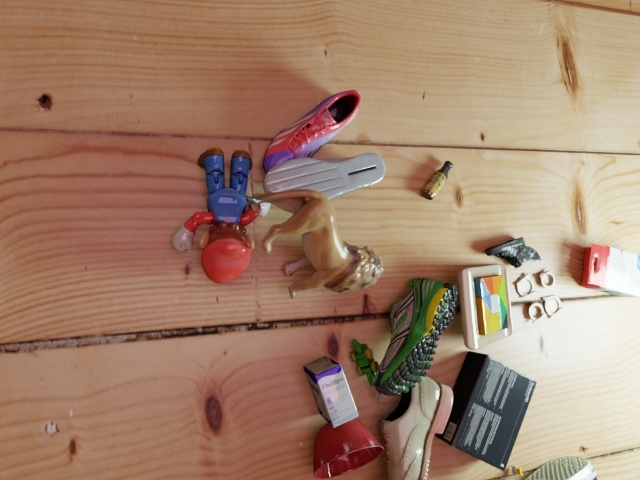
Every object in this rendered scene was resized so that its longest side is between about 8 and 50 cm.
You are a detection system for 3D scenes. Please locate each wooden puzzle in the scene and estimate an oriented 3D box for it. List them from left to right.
[{"bbox_3d":[0.478,0.181,1.358,0.238,0.044,0.221,-2,86,-42],"label":"wooden puzzle"}]

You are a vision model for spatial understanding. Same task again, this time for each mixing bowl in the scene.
[{"bbox_3d":[0.055,0.505,1.190,0.181,0.181,0.098,-9,50,-18],"label":"mixing bowl"}]

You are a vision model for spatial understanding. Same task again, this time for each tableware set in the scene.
[{"bbox_3d":[0.678,0.171,1.475,0.141,0.020,0.169,-19,91,-18],"label":"tableware set"}]

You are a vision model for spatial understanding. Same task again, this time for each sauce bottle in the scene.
[{"bbox_3d":[0.339,-0.176,1.383,0.042,0.042,0.128,37,75,-12],"label":"sauce bottle"}]

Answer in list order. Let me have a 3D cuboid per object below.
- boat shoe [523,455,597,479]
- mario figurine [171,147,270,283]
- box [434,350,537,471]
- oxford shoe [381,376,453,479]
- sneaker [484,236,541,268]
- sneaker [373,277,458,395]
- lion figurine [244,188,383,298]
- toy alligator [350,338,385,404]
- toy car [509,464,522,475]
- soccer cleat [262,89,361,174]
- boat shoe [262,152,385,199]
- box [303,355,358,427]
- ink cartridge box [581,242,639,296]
[{"bbox_3d":[0.577,0.765,1.314,0.500,0.187,0.156,-15,85,-23],"label":"boat shoe"},{"bbox_3d":[-0.240,-0.052,1.170,0.198,0.170,0.320,-5,74,18],"label":"mario figurine"},{"bbox_3d":[0.462,0.470,1.340,0.184,0.103,0.261,29,77,-10],"label":"box"},{"bbox_3d":[0.204,0.537,1.245,0.146,0.140,0.397,29,68,-7],"label":"oxford shoe"},{"bbox_3d":[0.576,0.045,1.436,0.170,0.051,0.089,-17,86,-21],"label":"sneaker"},{"bbox_3d":[0.234,0.251,1.271,0.343,0.146,0.134,-55,137,-22],"label":"sneaker"},{"bbox_3d":[0.000,0.000,1.147,0.240,0.142,0.392,-20,135,7],"label":"lion figurine"},{"bbox_3d":[0.133,0.340,1.274,0.051,0.056,0.190,-31,97,-58],"label":"toy alligator"},{"bbox_3d":[0.534,0.628,1.382,0.060,0.040,0.122,-17,89,-39],"label":"toy car"},{"bbox_3d":[-0.021,-0.280,1.236,0.318,0.116,0.108,-43,99,-16],"label":"soccer cleat"},{"bbox_3d":[0.006,-0.147,1.232,0.335,0.119,0.121,-10,86,-24],"label":"boat shoe"},{"bbox_3d":[0.023,0.373,1.195,0.072,0.126,0.137,-19,91,-16],"label":"box"},{"bbox_3d":[0.918,0.096,1.527,0.231,0.078,0.134,13,81,-16],"label":"ink cartridge box"}]
